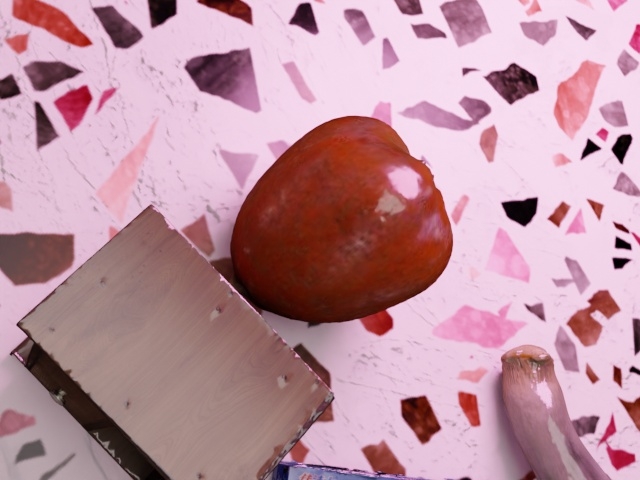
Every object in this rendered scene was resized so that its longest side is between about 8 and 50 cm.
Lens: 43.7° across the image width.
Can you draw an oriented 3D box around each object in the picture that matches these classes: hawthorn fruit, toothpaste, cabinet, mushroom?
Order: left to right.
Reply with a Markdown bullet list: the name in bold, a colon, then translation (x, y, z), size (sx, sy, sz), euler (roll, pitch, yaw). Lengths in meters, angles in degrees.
- **cabinet**: translation (-0.138, 0.115, 0.680), size (0.215, 0.175, 0.148), euler (48, 63, -5)
- **hawthorn fruit**: translation (0.000, 0.000, 0.777), size (0.251, 0.199, 0.199), euler (-33, 90, -3)
- **toothpaste**: translation (0.082, 0.268, 0.800), size (0.272, 0.053, 0.066), euler (13, 75, -20)
- **mushroom**: translation (0.269, 0.245, 0.863), size (0.096, 0.099, 0.278), euler (-22, 81, -32)
